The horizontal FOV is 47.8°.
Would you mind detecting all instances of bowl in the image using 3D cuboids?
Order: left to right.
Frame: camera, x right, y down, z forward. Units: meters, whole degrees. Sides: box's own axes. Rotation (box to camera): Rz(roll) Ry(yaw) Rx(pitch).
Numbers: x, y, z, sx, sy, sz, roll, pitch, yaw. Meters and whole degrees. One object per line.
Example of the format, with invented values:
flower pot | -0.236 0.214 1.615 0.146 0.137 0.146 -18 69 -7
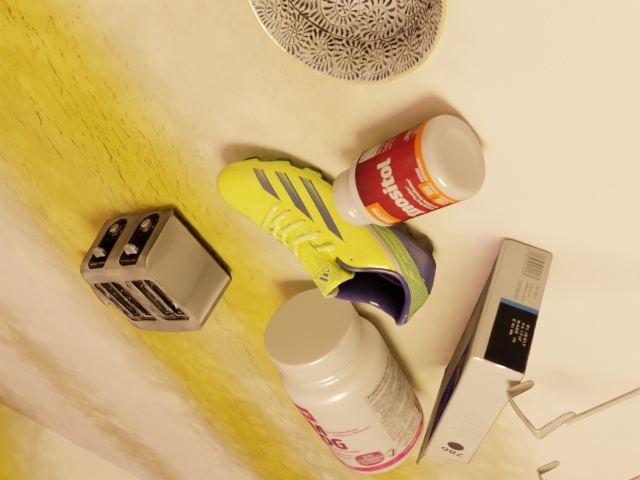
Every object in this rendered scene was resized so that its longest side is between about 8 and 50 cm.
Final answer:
bowl | 0.028 -0.217 0.579 0.170 0.080 0.170 17 145 12

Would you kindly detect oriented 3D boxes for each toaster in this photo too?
toaster | -0.243 0.051 1.087 0.168 0.110 0.186 -5 135 38

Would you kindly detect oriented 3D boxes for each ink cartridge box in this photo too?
ink cartridge box | 0.195 0.161 0.896 0.065 0.165 0.333 19 146 8

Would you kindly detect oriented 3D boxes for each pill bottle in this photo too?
pill bottle | 0.037 0.209 1.067 0.160 0.160 0.283 0 138 33
pill bottle | 0.085 -0.064 0.740 0.086 0.086 0.152 42 143 -22

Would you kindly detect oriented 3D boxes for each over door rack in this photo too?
over door rack | 0.381 0.208 0.747 0.324 0.108 0.239 -17 136 11

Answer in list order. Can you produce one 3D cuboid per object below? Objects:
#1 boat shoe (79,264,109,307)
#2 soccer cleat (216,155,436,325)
boat shoe | -0.386 0.071 1.272 0.046 0.038 0.125 32 150 28
soccer cleat | 0.001 0.000 0.847 0.289 0.121 0.093 28 146 -2
